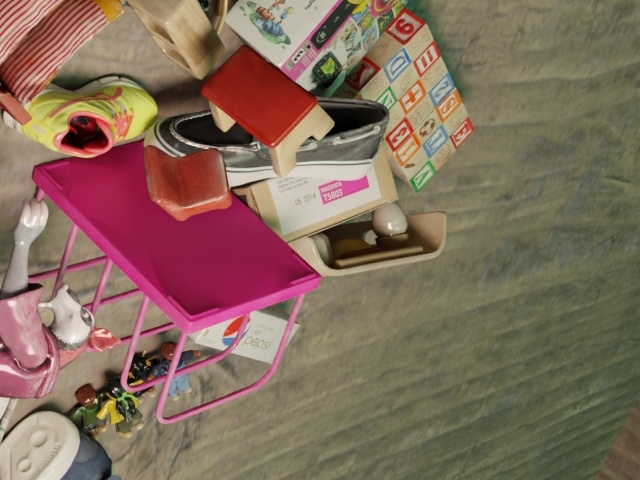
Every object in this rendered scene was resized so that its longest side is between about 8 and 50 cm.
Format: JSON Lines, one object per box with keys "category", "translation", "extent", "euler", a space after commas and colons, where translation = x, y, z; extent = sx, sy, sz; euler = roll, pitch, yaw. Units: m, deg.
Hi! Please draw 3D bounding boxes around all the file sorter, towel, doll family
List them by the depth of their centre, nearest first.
{"category": "file sorter", "translation": [-0.188, 0.047, 1.912], "extent": [0.202, 0.290, 0.182], "euler": [-18, 140, -43]}
{"category": "towel", "translation": [-0.400, 0.254, 2.003], "extent": [0.113, 0.023, 0.152], "euler": [-43, -155, 55]}
{"category": "doll family", "translation": [-0.249, 0.199, 2.219], "extent": [0.193, 0.076, 0.111], "euler": [-41, 145, -26]}

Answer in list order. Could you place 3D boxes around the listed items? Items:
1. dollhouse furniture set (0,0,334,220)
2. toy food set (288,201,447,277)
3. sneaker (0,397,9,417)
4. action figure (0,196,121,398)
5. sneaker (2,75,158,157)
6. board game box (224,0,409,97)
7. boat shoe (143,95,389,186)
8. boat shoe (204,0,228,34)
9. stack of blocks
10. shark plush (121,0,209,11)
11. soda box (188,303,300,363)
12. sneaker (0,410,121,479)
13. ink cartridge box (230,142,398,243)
{"category": "dollhouse furniture set", "translation": [-0.198, -0.170, 1.575], "extent": [0.201, 0.374, 0.152], "euler": [-48, 155, -7]}
{"category": "toy food set", "translation": [0.000, 0.000, 2.206], "extent": [0.306, 0.219, 0.092], "euler": [-8, 91, -50]}
{"category": "sneaker", "translation": [-0.489, 0.261, 1.955], "extent": [0.123, 0.106, 0.290], "euler": [18, 104, -43]}
{"category": "action figure", "translation": [-0.388, 0.118, 1.713], "extent": [0.370, 0.276, 0.248], "euler": [2, 156, -21]}
{"category": "sneaker", "translation": [-0.250, -0.127, 1.826], "extent": [0.208, 0.094, 0.081], "euler": [-11, 130, -50]}
{"category": "board game box", "translation": [0.040, -0.320, 1.947], "extent": [0.303, 0.097, 0.224], "euler": [-51, 167, 1]}
{"category": "boat shoe", "translation": [-0.057, -0.130, 1.922], "extent": [0.301, 0.108, 0.102], "euler": [1, 137, -26]}
{"category": "boat shoe", "translation": [-0.125, -0.351, 1.747], "extent": [0.104, 0.089, 0.285], "euler": [-29, 144, -32]}
{"category": "stack of blocks", "translation": [0.093, -0.181, 2.231], "extent": [0.171, 0.087, 0.297], "euler": [-47, 150, -6]}
{"category": "shark plush", "translation": [-0.167, -0.267, 1.734], "extent": [0.067, 0.161, 0.073], "euler": [33, 68, -42]}
{"category": "soda box", "translation": [-0.120, 0.112, 2.291], "extent": [0.074, 0.069, 0.216], "euler": [-55, 151, 7]}
{"category": "sneaker", "translation": [-0.400, 0.393, 2.167], "extent": [0.323, 0.130, 0.236], "euler": [-47, 146, -16]}
{"category": "ink cartridge box", "translation": [-0.052, -0.053, 2.070], "extent": [0.234, 0.193, 0.088], "euler": [-21, 100, -41]}
